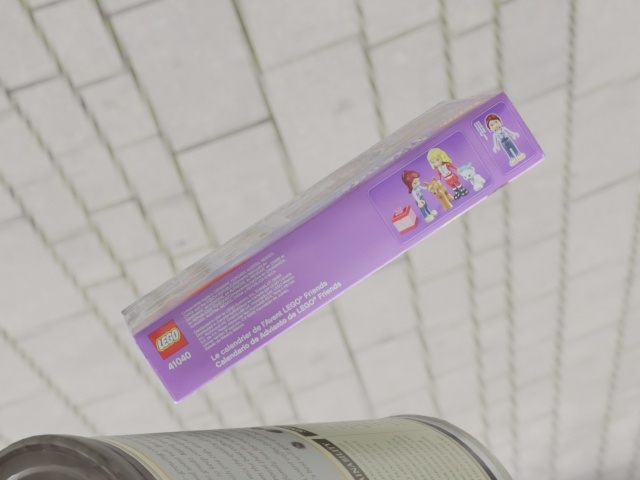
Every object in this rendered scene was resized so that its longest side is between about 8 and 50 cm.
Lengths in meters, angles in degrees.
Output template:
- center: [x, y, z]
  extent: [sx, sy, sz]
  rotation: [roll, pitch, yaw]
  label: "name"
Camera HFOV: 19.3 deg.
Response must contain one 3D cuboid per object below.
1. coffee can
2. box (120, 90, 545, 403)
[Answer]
- center: [-0.038, 0.199, 1.030]
  extent: [0.275, 0.201, 0.201]
  rotation: [1, 150, -45]
  label: "coffee can"
- center: [0.000, 0.000, 1.306]
  extent: [0.293, 0.057, 0.201]
  rotation: [-33, -174, -5]
  label: "box"
